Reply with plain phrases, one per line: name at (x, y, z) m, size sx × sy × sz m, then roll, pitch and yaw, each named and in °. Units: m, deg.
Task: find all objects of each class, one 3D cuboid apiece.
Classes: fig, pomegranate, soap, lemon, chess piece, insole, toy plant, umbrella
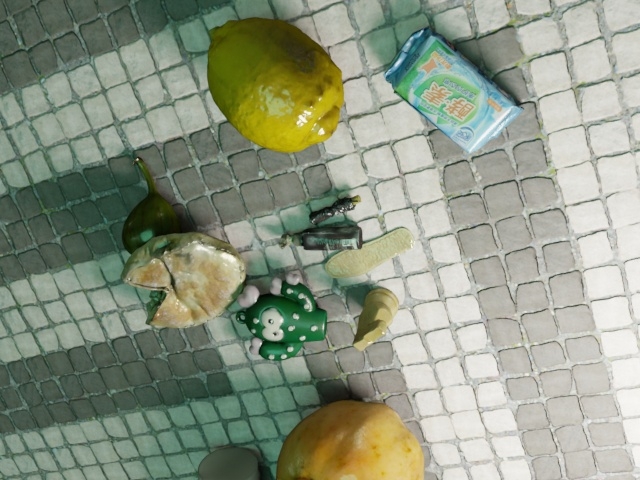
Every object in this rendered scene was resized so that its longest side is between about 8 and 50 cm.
fig at (-0.437, -0.081, 1.885) m, size 0.151 × 0.151 × 0.259 m, roll -6°, pitch 79°, yaw 18°
pomegranate at (0.083, 0.608, 1.869) m, size 0.412 × 0.411 × 0.411 m, roll 6°, pitch 113°, yaw 14°
soap at (0.285, -0.322, 1.573) m, size 0.293 × 0.077 × 0.156 m, roll 39°, pitch 117°, yaw -2°
lemon at (-0.103, -0.338, 1.583) m, size 0.316 × 0.285 × 0.285 m, roll 20°, pitch 118°, yaw 31°
chess piece at (0.133, 0.197, 1.764) m, size 0.090 × 0.200 × 0.090 m, roll 6°, pitch 114°, yaw 13°
insole at (0.122, 0.037, 1.807) m, size 0.248 × 0.011 × 0.081 m, roll -26°, pitch 102°, yaw 24°
toy plant at (-0.105, 0.204, 1.888) m, size 0.243 × 0.112 × 0.232 m, roll -19°, pitch 107°, yaw 17°
umbrella at (0.036, -0.077, 1.769) m, size 0.144 × 0.040 × 0.037 m, roll -22°, pitch 111°, yaw 27°

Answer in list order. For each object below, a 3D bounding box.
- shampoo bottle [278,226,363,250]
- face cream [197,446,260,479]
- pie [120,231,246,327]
shampoo bottle at (0.000, -0.001, 1.798) m, size 0.208 × 0.063 × 0.057 m, roll -2°, pitch 102°, yaw 18°
face cream at (-0.263, 0.718, 2.110) m, size 0.177 × 0.177 × 0.152 m, roll 3°, pitch 114°, yaw 15°
pie at (-0.341, 0.106, 1.872) m, size 0.338 × 0.075 × 0.337 m, roll -9°, pitch 134°, yaw -10°
